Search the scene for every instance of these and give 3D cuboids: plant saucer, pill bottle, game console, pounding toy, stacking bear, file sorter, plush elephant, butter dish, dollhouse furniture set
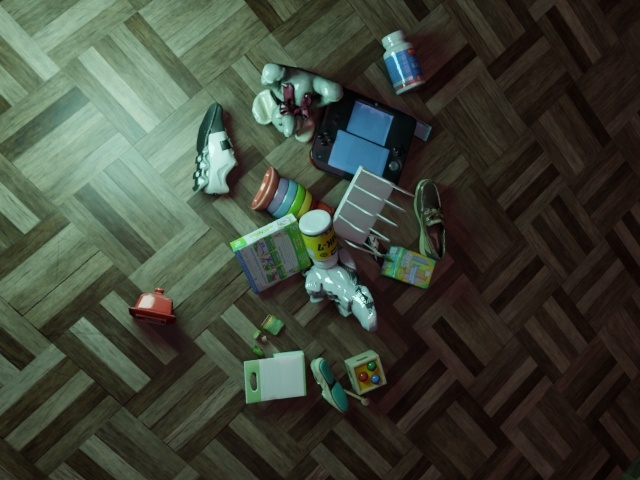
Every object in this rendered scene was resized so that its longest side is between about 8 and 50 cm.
[{"bbox_3d":[0.368,-0.482,1.869,0.192,0.018,0.067,24,86,-16],"label":"plant saucer"},{"bbox_3d":[0.323,-0.705,1.790,0.124,0.124,0.221,-25,99,-13],"label":"pill bottle"},{"bbox_3d":[0.169,-0.393,1.789,0.387,0.060,0.342,19,92,-16],"label":"game console"},{"bbox_3d":[0.171,0.581,1.829,0.181,0.094,0.206,-18,97,-14],"label":"pounding toy"},{"bbox_3d":[-0.089,-0.133,1.696,0.289,0.164,0.175,24,95,-21],"label":"stacking bear"},{"bbox_3d":[0.195,-0.100,1.701,0.193,0.173,0.277,20,103,-37],"label":"file sorter"},{"bbox_3d":[-0.101,-0.487,1.633,0.272,0.330,0.255,12,113,-14],"label":"plush elephant"},{"bbox_3d":[0.000,0.000,1.657,0.119,0.119,0.208,-29,136,-12],"label":"pill bottle"},{"bbox_3d":[-0.583,0.226,1.595,0.160,0.160,0.118,14,66,-16],"label":"butter dish"},{"bbox_3d":[-0.206,0.364,1.734,0.076,0.058,0.151,37,83,-14],"label":"dollhouse furniture set"}]

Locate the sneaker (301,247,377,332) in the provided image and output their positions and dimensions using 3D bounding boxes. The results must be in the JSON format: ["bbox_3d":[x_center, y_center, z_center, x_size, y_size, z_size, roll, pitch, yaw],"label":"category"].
[{"bbox_3d":[0.069,0.210,1.699,0.210,0.137,0.365,-21,55,-4],"label":"sneaker"}]

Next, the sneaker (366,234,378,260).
[{"bbox_3d":[0.223,0.030,1.844,0.044,0.040,0.109,-17,101,-23],"label":"sneaker"}]

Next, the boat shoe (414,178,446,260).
[{"bbox_3d":[0.469,-0.084,1.860,0.123,0.123,0.342,-3,94,-15],"label":"boat shoe"}]

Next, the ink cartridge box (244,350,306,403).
[{"bbox_3d":[-0.176,0.529,1.753,0.235,0.056,0.171,-3,93,-12],"label":"ink cartridge box"}]

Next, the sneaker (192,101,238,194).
[{"bbox_3d":[-0.369,-0.327,1.639,0.146,0.122,0.330,8,90,-33],"label":"sneaker"}]

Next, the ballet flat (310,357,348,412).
[{"bbox_3d":[0.030,0.579,1.803,0.086,0.086,0.248,-26,98,-12],"label":"ballet flat"}]

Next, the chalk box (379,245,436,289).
[{"bbox_3d":[0.333,0.103,1.828,0.213,0.132,0.132,19,87,-15],"label":"chalk box"}]

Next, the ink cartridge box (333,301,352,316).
[{"bbox_3d":[0.125,0.244,1.801,0.122,0.088,0.052,-33,102,-11],"label":"ink cartridge box"}]

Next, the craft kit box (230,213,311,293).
[{"bbox_3d":[-0.175,0.053,1.661,0.247,0.061,0.250,-25,135,-10],"label":"craft kit box"}]
